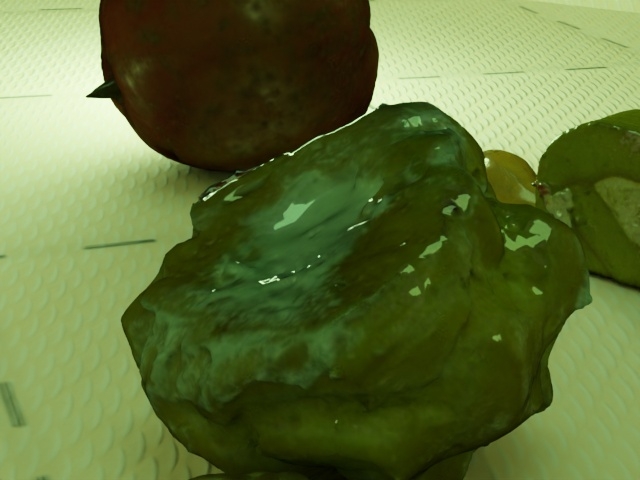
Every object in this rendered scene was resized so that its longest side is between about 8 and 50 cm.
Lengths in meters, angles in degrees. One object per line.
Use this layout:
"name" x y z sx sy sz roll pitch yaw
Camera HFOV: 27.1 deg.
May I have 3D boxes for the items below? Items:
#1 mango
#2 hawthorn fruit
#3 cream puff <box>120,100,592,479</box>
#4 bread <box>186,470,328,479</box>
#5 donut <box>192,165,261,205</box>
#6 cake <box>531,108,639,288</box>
"mango" 0.241 -0.064 1.689 0.098 0.075 0.190 -1 29 -21
"hawthorn fruit" -0.133 -0.266 1.789 0.403 0.402 0.403 2 21 -1
"cream puff" 0.052 0.075 1.080 0.378 0.275 0.378 -20 32 13
"bread" -0.025 0.218 0.869 0.214 0.104 0.213 3 18 -1
"donut" -0.062 0.001 1.446 0.146 0.078 0.181 -33 50 -29
"cake" 0.378 -0.047 1.504 0.261 0.179 0.156 17 26 35
